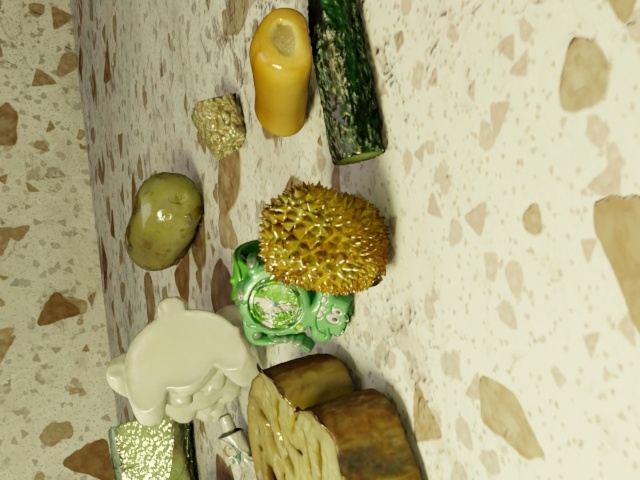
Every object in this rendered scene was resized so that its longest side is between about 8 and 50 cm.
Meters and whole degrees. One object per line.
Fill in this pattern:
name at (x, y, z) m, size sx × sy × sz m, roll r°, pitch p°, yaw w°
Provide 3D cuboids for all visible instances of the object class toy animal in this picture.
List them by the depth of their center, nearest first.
toy animal at (-0.229, 0.222, 1.427) m, size 0.265 × 0.272 × 0.206 m, roll 82°, pitch 162°, yaw -71°

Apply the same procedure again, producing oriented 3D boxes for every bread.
bread at (-0.051, -0.204, 1.012) m, size 0.239 × 0.074 × 0.092 m, roll 104°, pitch 157°, yaw -77°

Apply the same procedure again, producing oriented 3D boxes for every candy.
candy at (-0.176, -0.203, 1.391) m, size 0.095 × 0.085 × 0.110 m, roll 131°, pitch 119°, yaw -70°

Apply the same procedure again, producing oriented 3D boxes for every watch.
watch at (-0.038, 0.063, 1.066) m, size 0.152 × 0.165 × 0.131 m, roll -86°, pitch -1°, yaw -69°

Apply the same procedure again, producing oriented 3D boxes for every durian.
durian at (0.000, 0.000, 0.898) m, size 0.158 × 0.168 × 0.137 m, roll -46°, pitch -23°, yaw -70°

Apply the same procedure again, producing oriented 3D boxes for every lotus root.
lotus root at (0.013, 0.338, 1.013) m, size 0.390 × 0.111 × 0.375 m, roll 41°, pitch 133°, yaw 54°

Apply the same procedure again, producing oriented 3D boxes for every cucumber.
cucumber at (0.021, -0.232, 0.934) m, size 0.067 × 0.067 × 0.293 m, roll 145°, pitch 118°, yaw -64°

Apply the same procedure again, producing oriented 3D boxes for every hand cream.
hand cream at (-0.145, 0.444, 1.449) m, size 0.084 × 0.050 × 0.257 m, roll -33°, pitch 66°, yaw 40°

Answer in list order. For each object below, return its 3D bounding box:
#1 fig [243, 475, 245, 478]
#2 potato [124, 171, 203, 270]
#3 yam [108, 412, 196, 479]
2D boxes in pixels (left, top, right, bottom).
fig at (-0.207, 0.528, 1.554) m, size 0.257 × 0.159 × 0.159 m, roll -50°, pitch 45°, yaw 30°
potato at (-0.337, -0.031, 1.700) m, size 0.165 × 0.165 × 0.262 m, roll 66°, pitch 145°, yaw 38°
yam at (-0.382, 0.551, 1.879) m, size 0.201 × 0.202 × 0.271 m, roll 87°, pitch 170°, yaw -74°
